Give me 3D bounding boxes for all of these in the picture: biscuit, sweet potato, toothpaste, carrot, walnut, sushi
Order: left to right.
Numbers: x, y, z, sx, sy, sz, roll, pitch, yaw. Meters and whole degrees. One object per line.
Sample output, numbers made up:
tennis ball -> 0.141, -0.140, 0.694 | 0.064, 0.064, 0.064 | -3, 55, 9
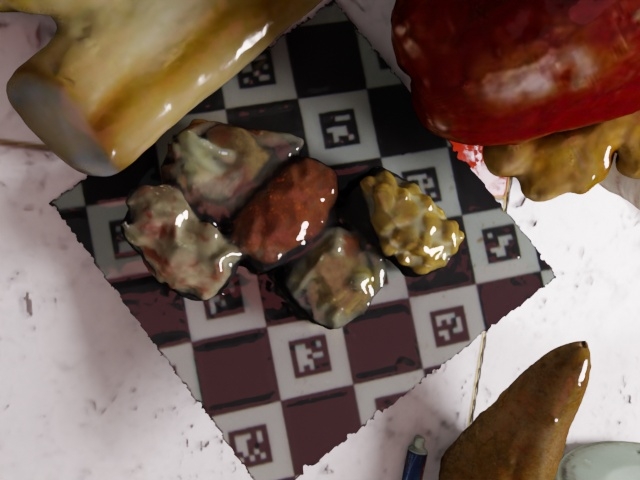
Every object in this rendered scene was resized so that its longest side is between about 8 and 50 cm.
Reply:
biscuit -> -0.125, -0.212, 0.523 | 0.291, 0.062, 0.237 | -44, 112, -10
sushi -> 0.000, 0.000, 0.569 | 0.294, 0.059, 0.292 | -38, 93, -13
carrot -> 0.014, 0.049, 0.631 | 0.298, 0.078, 0.078 | -16, 106, -14
toothpaste -> 0.086, 0.223, 0.717 | 0.027, 0.019, 0.083 | 4, 100, -48
sweet potato -> 0.160, 0.238, 0.704 | 0.092, 0.114, 0.341 | -7, 111, -55
walnut -> 0.193, -0.153, 0.575 | 0.269, 0.221, 0.243 | -29, 108, 8

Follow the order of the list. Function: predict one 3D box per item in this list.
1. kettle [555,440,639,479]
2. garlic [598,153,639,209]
kettle -> 0.336, 0.400, 0.758 | 0.320, 0.247, 0.342 | -9, 113, -47
garlic -> 0.349, -0.079, 0.712 | 0.199, 0.199, 0.226 | -44, 141, -10
